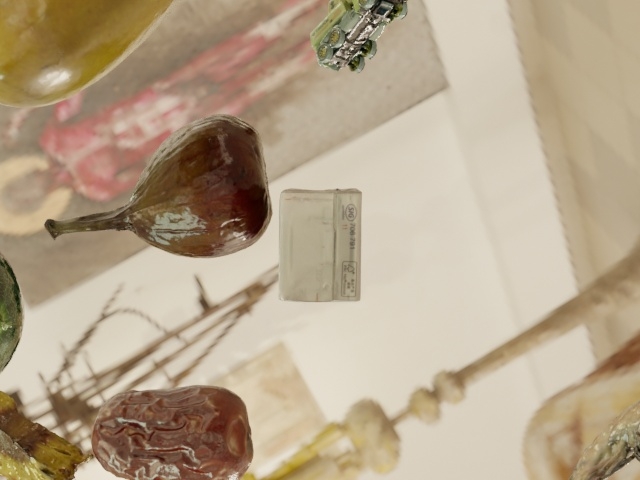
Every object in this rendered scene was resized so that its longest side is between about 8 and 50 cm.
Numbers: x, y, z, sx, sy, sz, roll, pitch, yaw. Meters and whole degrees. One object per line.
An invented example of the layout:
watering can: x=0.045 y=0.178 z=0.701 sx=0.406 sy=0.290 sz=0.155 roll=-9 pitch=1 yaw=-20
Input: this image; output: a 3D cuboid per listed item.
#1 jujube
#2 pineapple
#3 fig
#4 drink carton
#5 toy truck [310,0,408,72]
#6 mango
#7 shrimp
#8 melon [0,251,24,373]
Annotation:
jujube: x=-0.210 y=0.283 z=1.911 sx=0.155 sy=0.230 sz=0.155 roll=3 pitch=-90 yaw=-81
pineapple: x=-0.467 y=0.320 z=2.044 sx=0.233 sy=0.079 sz=0.135 roll=37 pitch=133 yaw=10
fig: x=-0.191 y=-0.043 z=1.724 sx=0.190 sy=0.290 sz=0.190 roll=53 pitch=-161 yaw=-26
drink carton: x=0.000 y=0.001 z=1.652 sx=0.222 sy=0.102 sz=0.134 roll=-91 pitch=0 yaw=-87
toy truck: x=0.050 y=-0.332 z=1.954 sx=0.077 sy=0.169 sz=0.100 roll=11 pitch=-136 yaw=-35
mango: x=-0.253 y=-0.312 z=1.482 sx=0.220 sy=0.445 sz=0.301 roll=38 pitch=137 yaw=-19
shrimp: x=0.447 y=0.326 z=1.897 sx=0.071 sy=0.233 sz=0.365 roll=47 pitch=-176 yaw=-5
melon: x=-0.363 y=0.055 z=1.122 sx=0.288 sy=0.182 sz=0.182 roll=10 pitch=140 yaw=35
